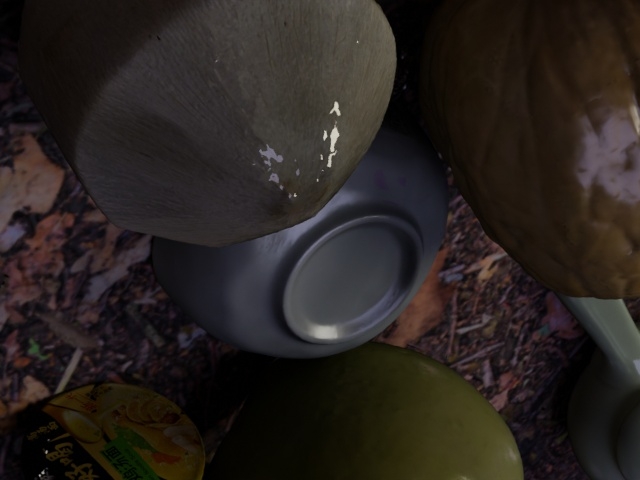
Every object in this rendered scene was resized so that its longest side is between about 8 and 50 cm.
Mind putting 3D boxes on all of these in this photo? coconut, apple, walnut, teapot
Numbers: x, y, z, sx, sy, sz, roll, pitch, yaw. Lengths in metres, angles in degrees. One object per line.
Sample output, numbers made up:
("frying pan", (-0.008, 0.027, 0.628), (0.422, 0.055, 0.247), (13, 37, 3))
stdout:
("coconut", (-0.073, -0.113, 1.356), (0.237, 0.266, 0.237), (-25, 143, -21))
("apple", (0.018, 0.250, 1.701), (0.233, 0.258, 0.295), (-59, 172, -50))
("walnut", (0.219, -0.099, 1.561), (0.252, 0.277, 0.313), (-23, 125, 0))
("teapot", (0.310, 0.151, 1.932), (0.318, 0.149, 0.220), (28, 103, -15))

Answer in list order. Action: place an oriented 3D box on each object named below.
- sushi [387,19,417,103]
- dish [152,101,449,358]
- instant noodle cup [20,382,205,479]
("sushi", (0.021, -0.147, 1.507), (0.098, 0.094, 0.084), (-54, 164, 12))
("dish", (0.000, 0.000, 1.608), (0.256, 0.117, 0.256), (-19, 134, -21))
("instant noodle cup", (-0.178, 0.211, 1.653), (0.151, 0.151, 0.122), (-15, 144, -24))
